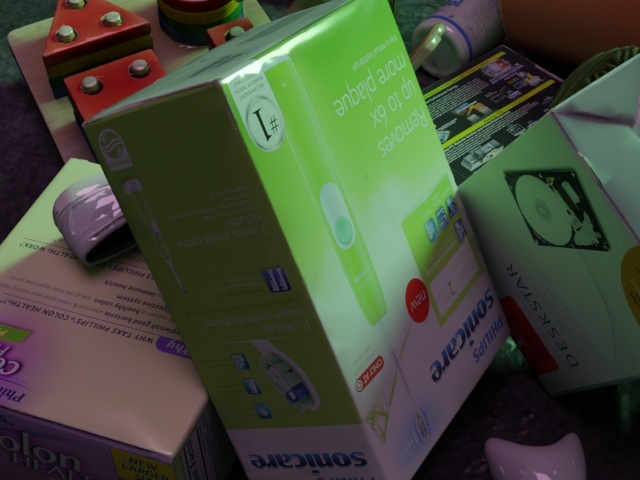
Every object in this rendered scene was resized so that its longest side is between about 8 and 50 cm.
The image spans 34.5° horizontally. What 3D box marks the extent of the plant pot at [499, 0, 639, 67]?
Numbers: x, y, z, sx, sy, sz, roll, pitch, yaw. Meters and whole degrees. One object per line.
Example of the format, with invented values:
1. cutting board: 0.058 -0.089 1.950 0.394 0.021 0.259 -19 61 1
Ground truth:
1. plant pot: 0.323 -0.278 1.029 0.243 0.275 0.275 11 46 26

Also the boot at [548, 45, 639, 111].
1. boot: 0.311 -0.013 0.782 0.089 0.269 0.236 -45 27 3

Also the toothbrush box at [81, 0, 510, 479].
1. toothbrush box: 0.000 0.000 0.701 0.122 0.283 0.206 -9 21 36

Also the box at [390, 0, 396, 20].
1. box: 0.052 -0.324 1.211 0.054 0.059 0.169 -7 45 0

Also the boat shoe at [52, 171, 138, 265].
1. boat shoe: -0.105 -0.036 0.772 0.184 0.066 0.063 -21 62 -21

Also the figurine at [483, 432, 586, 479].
1. figurine: 0.100 0.215 0.663 0.215 0.092 0.209 -6 41 -4

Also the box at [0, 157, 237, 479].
1. box: -0.148 0.074 0.789 0.214 0.117 0.243 13 47 15

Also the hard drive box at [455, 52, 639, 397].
1. hard drive box: 0.192 0.003 0.715 0.089 0.232 0.181 -32 84 -17

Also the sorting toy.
1. sorting toy: -0.158 -0.182 1.026 0.257 0.089 0.255 -22 58 -15

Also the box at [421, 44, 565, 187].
1. box: 0.150 -0.061 0.946 0.270 0.060 0.216 -32 51 -26

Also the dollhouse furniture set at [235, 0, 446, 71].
1. dollhouse furniture set: 0.037 -0.270 1.005 0.212 0.161 0.242 39 22 -6

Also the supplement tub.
1. supplement tub: 0.154 -0.225 1.101 0.071 0.071 0.107 28 53 27
